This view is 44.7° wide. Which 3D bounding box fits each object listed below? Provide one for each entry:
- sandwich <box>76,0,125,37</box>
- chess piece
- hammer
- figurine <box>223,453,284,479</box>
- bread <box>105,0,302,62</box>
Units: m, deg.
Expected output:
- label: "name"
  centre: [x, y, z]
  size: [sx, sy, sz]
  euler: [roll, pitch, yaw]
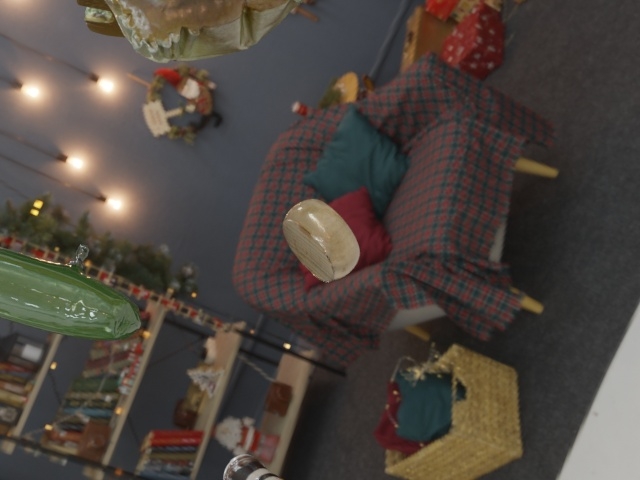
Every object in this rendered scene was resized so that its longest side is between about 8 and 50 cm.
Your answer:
- label: "sandwich"
  centre: [-0.274, -0.377, 1.072]
  size: [0.235, 0.128, 0.122]
  euler: [135, 139, -77]
- label: "chess piece"
  centre: [0.000, 0.000, 0.750]
  size: [0.038, 0.084, 0.083]
  euler: [-36, 11, -19]
- label: "hammer"
  centre: [-0.290, 0.004, 0.560]
  size: [0.206, 0.335, 0.119]
  euler: [-145, 73, -78]
- label: "figurine"
  centre: [-0.036, 0.500, 1.168]
  size: [0.196, 0.323, 0.320]
  euler: [-18, 38, 13]
- label: "bread"
  centre: [-0.124, -0.279, 0.723]
  size: [0.192, 0.210, 0.110]
  euler: [-23, -2, -10]
